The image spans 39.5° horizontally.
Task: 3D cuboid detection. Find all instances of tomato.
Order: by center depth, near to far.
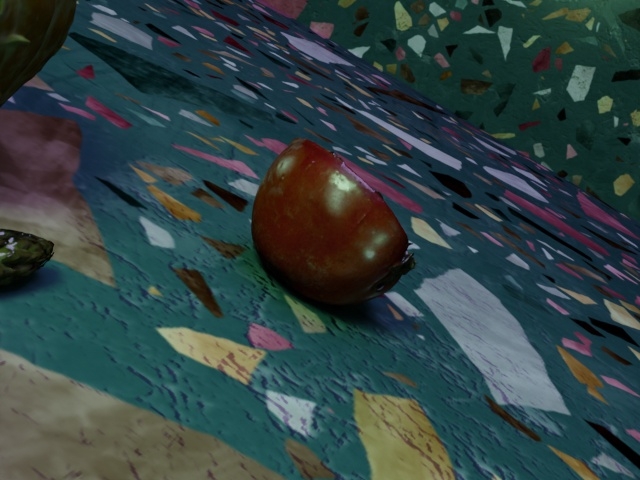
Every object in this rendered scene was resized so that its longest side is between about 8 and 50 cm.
[{"bbox_3d":[0.000,0.000,0.708,0.139,0.091,0.159,44,-7,14],"label":"tomato"}]

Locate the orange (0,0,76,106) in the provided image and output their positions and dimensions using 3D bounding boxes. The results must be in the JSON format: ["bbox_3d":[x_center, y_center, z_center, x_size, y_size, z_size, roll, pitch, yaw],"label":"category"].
[{"bbox_3d":[-0.302,-0.205,0.522,0.329,0.249,0.329,32,19,-12],"label":"orange"}]

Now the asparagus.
[{"bbox_3d":[-0.194,0.012,0.450,0.036,0.030,0.165,24,15,20],"label":"asparagus"}]
